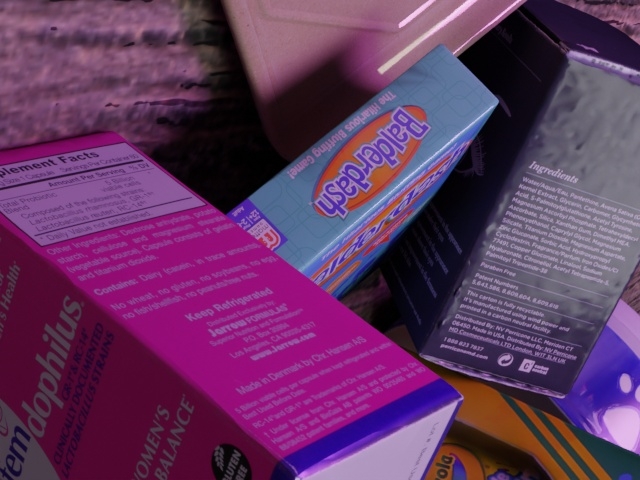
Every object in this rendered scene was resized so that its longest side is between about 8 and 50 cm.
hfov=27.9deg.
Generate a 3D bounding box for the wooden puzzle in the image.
[{"bbox_3d":[0.035,-0.174,0.634,0.221,0.044,0.238,-40,147,-13],"label":"wooden puzzle"}]

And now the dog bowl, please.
[{"bbox_3d":[0.161,0.147,0.984,0.104,0.265,0.265,-35,148,-30],"label":"dog bowl"}]

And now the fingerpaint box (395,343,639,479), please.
[{"bbox_3d":[0.017,0.286,0.700,0.445,0.371,0.163,-50,152,-33],"label":"fingerpaint box"}]

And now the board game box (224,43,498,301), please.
[{"bbox_3d":[0.000,0.000,0.712,0.160,0.047,0.210,-40,170,-23],"label":"board game box"}]

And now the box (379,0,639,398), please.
[{"bbox_3d":[0.130,-0.035,0.805,0.108,0.153,0.207,17,113,-18],"label":"box"}]

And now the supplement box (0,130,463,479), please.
[{"bbox_3d":[-0.070,0.058,0.549,0.114,0.220,0.111,-16,135,-49],"label":"supplement box"}]
